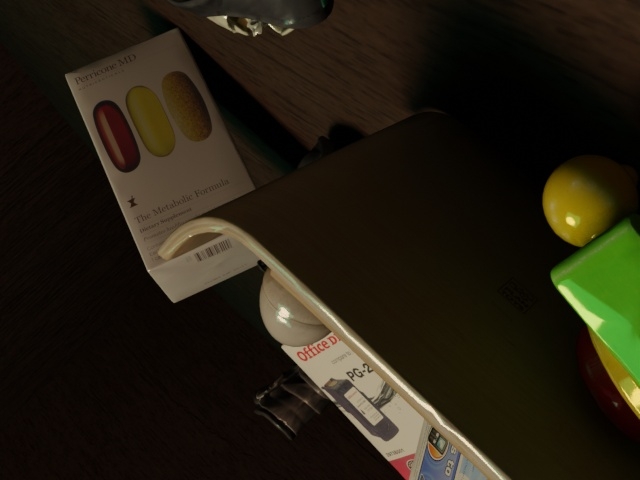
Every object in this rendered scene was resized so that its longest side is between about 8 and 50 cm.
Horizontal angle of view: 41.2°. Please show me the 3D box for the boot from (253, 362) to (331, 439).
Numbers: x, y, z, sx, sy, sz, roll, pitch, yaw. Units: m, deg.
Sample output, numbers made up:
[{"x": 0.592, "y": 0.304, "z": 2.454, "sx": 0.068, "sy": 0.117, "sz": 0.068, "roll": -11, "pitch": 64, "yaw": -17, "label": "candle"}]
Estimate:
[{"x": 0.021, "y": 0.183, "z": 1.151, "sx": 0.118, "sy": 0.223, "sz": 0.338, "roll": 46, "pitch": 169, "yaw": 2, "label": "boot"}]

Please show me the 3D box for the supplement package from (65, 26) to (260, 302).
[{"x": -0.158, "y": -0.080, "z": 0.927, "sx": 0.244, "sy": 0.139, "sz": 0.134, "roll": 63, "pitch": 173, "yaw": 17, "label": "supplement package"}]

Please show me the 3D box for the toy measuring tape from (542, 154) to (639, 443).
[{"x": 0.218, "y": 0.090, "z": 0.380, "sx": 0.330, "sy": 0.121, "sz": 0.121, "roll": 51, "pitch": 169, "yaw": 5, "label": "toy measuring tape"}]

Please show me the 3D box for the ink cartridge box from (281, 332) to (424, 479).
[{"x": 0.097, "y": 0.145, "z": 0.923, "sx": 0.237, "sy": 0.100, "sz": 0.172, "roll": 47, "pitch": 142, "yaw": -3, "label": "ink cartridge box"}]

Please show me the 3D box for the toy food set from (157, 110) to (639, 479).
[{"x": 0.088, "y": 0.059, "z": 0.479, "sx": 0.306, "sy": 0.220, "sz": 0.092, "roll": 43, "pitch": 130, "yaw": 15, "label": "toy food set"}]

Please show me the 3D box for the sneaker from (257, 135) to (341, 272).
[{"x": 0.000, "y": 0.000, "z": 0.836, "sx": 0.109, "sy": 0.130, "sz": 0.286, "roll": 43, "pitch": 167, "yaw": 13, "label": "sneaker"}]

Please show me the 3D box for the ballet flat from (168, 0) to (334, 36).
[{"x": -0.053, "y": -0.172, "z": 0.588, "sx": 0.074, "sy": 0.074, "sz": 0.203, "roll": 53, "pitch": 164, "yaw": -31, "label": "ballet flat"}]

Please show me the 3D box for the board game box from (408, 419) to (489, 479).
[{"x": 0.178, "y": 0.258, "z": 0.681, "sx": 0.086, "sy": 0.308, "sz": 0.302, "roll": 12, "pitch": -176, "yaw": -25, "label": "board game box"}]
